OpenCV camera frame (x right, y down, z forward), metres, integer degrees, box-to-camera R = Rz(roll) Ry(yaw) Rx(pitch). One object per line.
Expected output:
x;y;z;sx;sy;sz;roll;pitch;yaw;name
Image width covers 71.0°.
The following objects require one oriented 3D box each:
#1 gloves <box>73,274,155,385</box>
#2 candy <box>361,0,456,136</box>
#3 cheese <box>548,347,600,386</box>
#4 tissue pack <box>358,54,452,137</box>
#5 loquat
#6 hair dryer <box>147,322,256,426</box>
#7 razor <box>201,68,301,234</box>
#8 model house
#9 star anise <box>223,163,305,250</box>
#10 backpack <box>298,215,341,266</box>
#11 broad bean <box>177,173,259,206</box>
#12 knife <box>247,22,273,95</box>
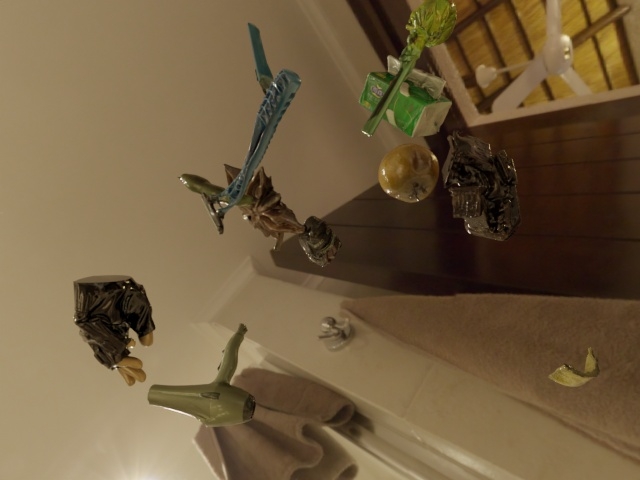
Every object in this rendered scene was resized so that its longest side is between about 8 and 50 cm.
-0.367;0.167;0.812;0.164;0.124;0.204;-10;-78;-70;gloves
0.135;-0.279;0.711;0.073;0.077;0.262;30;-97;5;candy
0.415;0.205;0.711;0.084;0.041;0.060;-21;-36;-19;cheese
0.246;-0.409;1.254;0.148;0.209;0.156;-18;-40;-43;tissue pack
0.304;-0.232;1.542;0.213;0.213;0.213;-2;-86;-35;loquat
-0.255;0.292;0.959;0.218;0.225;0.088;-9;-40;-8;hair dryer
-0.099;-0.126;0.635;0.042;0.082;0.253;0;-45;-44;razor
0.315;-0.114;0.879;0.164;0.141;0.203;55;-152;-40;model house
-0.179;-0.107;1.409;0.109;0.292;0.350;-43;-69;-20;star anise
-0.002;0.002;1.417;0.120;0.105;0.165;-59;-32;-16;backpack
-0.294;-0.136;1.248;0.065;0.254;0.046;-56;-20;-44;broad bean
-0.139;-0.423;1.045;0.044;0.026;0.297;12;-133;-32;knife
